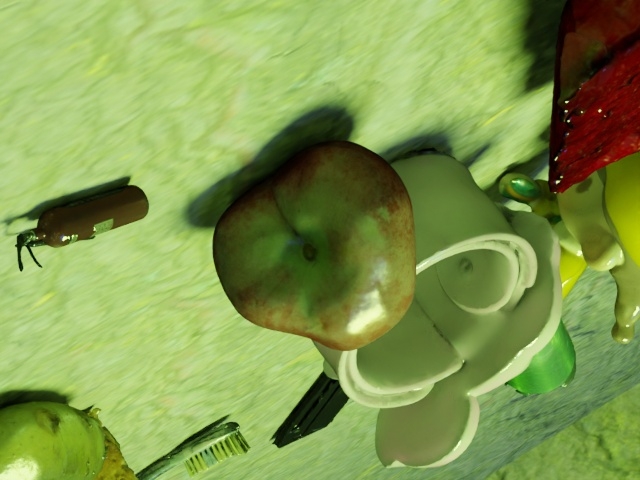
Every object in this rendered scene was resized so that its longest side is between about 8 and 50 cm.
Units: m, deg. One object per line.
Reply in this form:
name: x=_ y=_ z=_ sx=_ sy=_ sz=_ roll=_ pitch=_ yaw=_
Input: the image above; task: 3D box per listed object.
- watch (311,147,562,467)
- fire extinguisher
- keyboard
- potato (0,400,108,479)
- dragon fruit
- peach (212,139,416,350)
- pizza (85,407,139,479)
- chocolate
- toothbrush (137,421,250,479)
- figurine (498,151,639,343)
watch: x=0.061 y=0.046 z=1.476 sx=0.248 sy=0.211 sz=0.217 roll=-47 pitch=143 yaw=17
fire extinguisher: x=-0.158 y=-0.009 z=1.118 sx=0.100 sy=0.032 sz=0.046 roll=-21 pitch=-166 yaw=-38
keyboard: x=0.016 y=0.166 z=1.997 sx=0.087 sy=0.017 sz=0.250 roll=-23 pitch=161 yaw=-30
potato: x=-0.231 y=0.176 z=1.413 sx=0.105 sy=0.085 sz=0.188 roll=-45 pitch=164 yaw=15
dragon fruit: x=0.256 y=-0.165 z=1.311 sx=0.282 sy=0.100 sz=0.343 roll=-34 pitch=168 yaw=-3
peach: x=0.000 y=0.000 z=1.280 sx=0.152 sy=0.152 sz=0.152 roll=-30 pitch=164 yaw=-10
pizza: x=-0.218 y=0.240 z=1.516 sx=0.292 sy=0.197 sz=0.058 roll=11 pitch=158 yaw=-13
chocolate: x=0.249 y=0.113 z=2.155 sx=0.110 sy=0.110 sz=0.291 roll=-33 pitch=162 yaw=1
toothbrush: x=-0.255 y=0.306 z=1.848 sx=0.413 sy=0.042 sz=0.035 roll=-32 pitch=165 yaw=2
figurine: x=0.257 y=-0.024 z=1.617 sx=0.187 sy=0.215 sz=0.344 roll=34 pitch=136 yaw=-25
